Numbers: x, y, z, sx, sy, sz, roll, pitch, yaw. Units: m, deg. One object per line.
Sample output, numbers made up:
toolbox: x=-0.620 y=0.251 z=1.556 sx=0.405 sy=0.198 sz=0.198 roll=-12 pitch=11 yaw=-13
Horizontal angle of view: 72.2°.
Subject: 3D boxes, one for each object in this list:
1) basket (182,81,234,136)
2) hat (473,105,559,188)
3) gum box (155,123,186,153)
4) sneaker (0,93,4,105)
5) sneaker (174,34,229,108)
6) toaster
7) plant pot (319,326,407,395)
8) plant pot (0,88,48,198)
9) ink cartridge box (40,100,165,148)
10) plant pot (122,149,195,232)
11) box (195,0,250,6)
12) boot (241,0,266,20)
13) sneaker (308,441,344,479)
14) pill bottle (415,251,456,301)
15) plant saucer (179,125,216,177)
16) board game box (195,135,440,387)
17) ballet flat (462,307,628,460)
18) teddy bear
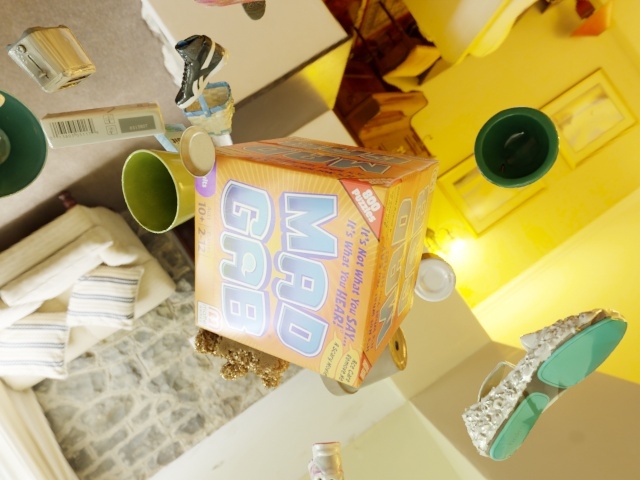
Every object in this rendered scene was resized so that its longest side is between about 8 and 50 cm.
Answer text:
basket: x=-0.459 y=-0.583 z=1.764 sx=0.201 sy=0.254 sz=0.288 roll=-15 pitch=139 yaw=4
hat: x=0.467 y=-0.205 z=1.021 sx=0.173 sy=0.208 sz=0.184 roll=-22 pitch=162 yaw=32
gum box: x=-0.559 y=-0.387 z=1.759 sx=0.041 sy=0.184 sz=0.157 roll=-42 pitch=176 yaw=27
sneaker: x=-0.673 y=-0.376 z=0.802 sx=0.110 sy=0.291 sz=0.118 roll=12 pitch=-158 yaw=30
sneaker: x=-0.366 y=-0.475 z=1.207 sx=0.217 sy=0.079 sz=0.121 roll=-41 pitch=139 yaw=20
toaster: x=-0.760 y=-0.522 z=1.263 sx=0.129 sy=0.146 sz=0.227 roll=-25 pitch=-157 yaw=16
plant pot: x=0.175 y=0.432 z=1.718 sx=0.281 sy=0.322 sz=0.323 roll=-15 pitch=-172 yaw=28
plant pot: x=-0.905 y=-0.259 z=1.167 sx=0.290 sy=0.289 sz=0.196 roll=-34 pitch=-153 yaw=-27
ink cartridge box: x=-0.407 y=-0.236 z=0.839 sx=0.189 sy=0.066 sz=0.232 roll=-14 pitch=-148 yaw=-18
plant pot: x=-0.481 y=-0.196 z=1.542 sx=0.275 sy=0.274 sz=0.294 roll=-35 pitch=176 yaw=36
box: x=-0.091 y=-0.527 z=0.786 sx=0.301 sy=0.153 sz=0.142 roll=-8 pitch=-158 yaw=1
boot: x=-0.230 y=-0.707 z=1.242 sx=0.076 sy=0.189 sz=0.208 roll=-25 pitch=-158 yaw=-16
sneaker: x=0.015 y=0.681 z=1.264 sx=0.103 sy=0.111 sz=0.252 roll=-4 pitch=133 yaw=-2
pill bottle: x=0.359 y=0.110 z=1.440 sx=0.136 sy=0.136 sz=0.246 roll=-34 pitch=179 yaw=9
plant saucer: x=-0.198 y=-0.146 z=0.722 sx=0.083 sy=0.083 sz=0.015 roll=-35 pitch=173 yaw=36
board game box: x=0.000 y=0.000 z=0.897 sx=0.357 sy=0.355 sz=0.356 roll=15 pitch=-158 yaw=23
ballet flat: x=0.439 y=0.277 z=0.921 sx=0.408 sy=0.147 sz=0.147 roll=-55 pitch=174 yaw=13
teddy bear: x=-0.215 y=0.277 z=1.223 sx=0.339 sy=0.244 sz=0.113 roll=-3 pitch=160 yaw=26
